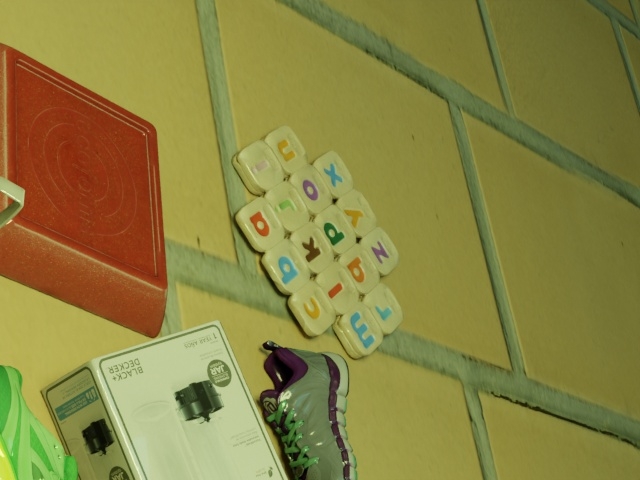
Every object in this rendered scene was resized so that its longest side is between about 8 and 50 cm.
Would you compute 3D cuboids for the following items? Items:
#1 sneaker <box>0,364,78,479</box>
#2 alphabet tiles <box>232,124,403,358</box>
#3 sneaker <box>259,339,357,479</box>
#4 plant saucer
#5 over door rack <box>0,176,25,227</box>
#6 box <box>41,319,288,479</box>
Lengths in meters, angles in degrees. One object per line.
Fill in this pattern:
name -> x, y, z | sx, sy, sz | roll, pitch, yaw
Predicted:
sneaker -> -0.232, 0.223, 1.253 | 0.123, 0.109, 0.295 | -2, 67, -53
alphabet tiles -> 0.000, 0.000, 1.875 | 0.284, 0.021, 0.278 | 59, 30, -5
sneaker -> -0.023, 0.208, 1.639 | 0.098, 0.083, 0.223 | 18, 43, -23
plant saucer -> -0.242, -0.060, 1.535 | 0.259, 0.048, 0.258 | 29, 43, -44
over door rack -> -0.390, 0.009, 1.128 | 0.324, 0.108, 0.239 | 21, 33, -21
box -> -0.116, 0.234, 1.416 | 0.169, 0.087, 0.290 | -17, 79, -48
